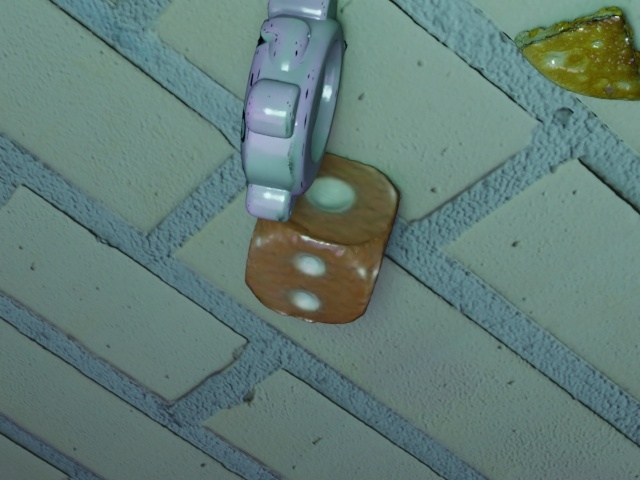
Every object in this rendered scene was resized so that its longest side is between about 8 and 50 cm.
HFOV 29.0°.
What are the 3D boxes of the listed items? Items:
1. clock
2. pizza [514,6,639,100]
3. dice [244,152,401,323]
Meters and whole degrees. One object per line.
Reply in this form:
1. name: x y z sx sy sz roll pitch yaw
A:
1. clock: -0.035 -0.163 1.448 0.090 0.248 0.228 10 136 7
2. pizza: 0.311 -0.220 1.416 0.178 0.041 0.131 13 140 7
3. dice: 0.000 0.000 1.658 0.174 0.174 0.179 17 137 0
